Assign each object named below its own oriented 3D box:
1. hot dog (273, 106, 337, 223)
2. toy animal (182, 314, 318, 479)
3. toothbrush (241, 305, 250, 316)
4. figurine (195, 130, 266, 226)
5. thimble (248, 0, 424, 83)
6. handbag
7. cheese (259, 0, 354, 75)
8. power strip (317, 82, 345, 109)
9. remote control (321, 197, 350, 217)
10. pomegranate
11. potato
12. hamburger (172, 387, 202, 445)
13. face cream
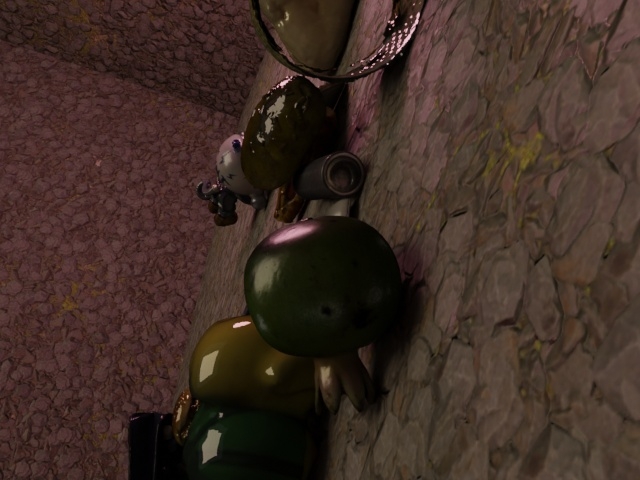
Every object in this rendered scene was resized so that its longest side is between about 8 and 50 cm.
[{"bbox_3d":[-0.033,-0.150,1.287,0.083,0.068,0.289,-48,-14,-51],"label":"hot dog"},{"bbox_3d":[-0.093,0.211,0.857,0.216,0.191,0.338,144,140,-67],"label":"toy animal"},{"bbox_3d":[-0.183,0.169,1.597,0.288,0.024,0.026,-65,30,27],"label":"toothbrush"},{"bbox_3d":[-0.250,-0.191,1.934,0.186,0.261,0.382,-29,-17,-35],"label":"figurine"},{"bbox_3d":[0.017,-0.382,0.959,0.150,0.271,0.270,-124,52,-74],"label":"thimble"},{"bbox_3d":[-0.393,0.610,1.571,0.269,0.118,0.325,63,-156,-70],"label":"handbag"},{"bbox_3d":[-0.043,-0.511,1.445,0.173,0.251,0.247,-162,73,-77],"label":"cheese"},{"bbox_3d":[-0.049,-0.244,1.278,0.198,0.064,0.213,-38,-21,-50],"label":"power strip"},{"bbox_3d":[0.000,0.000,1.038,0.229,0.044,0.073,129,150,-56],"label":"remote control"},{"bbox_3d":[0.008,0.083,0.702,0.187,0.187,0.225,158,103,-72],"label":"pomegranate"},{"bbox_3d":[-0.078,-0.188,1.111,0.251,0.113,0.149,-46,53,38],"label":"potato"},{"bbox_3d":[-0.307,0.457,1.528,0.159,0.131,0.184,-171,93,-79],"label":"hamburger"},{"bbox_3d":[0.003,-0.109,1.089,0.283,0.073,0.073,-172,98,-76],"label":"face cream"}]
